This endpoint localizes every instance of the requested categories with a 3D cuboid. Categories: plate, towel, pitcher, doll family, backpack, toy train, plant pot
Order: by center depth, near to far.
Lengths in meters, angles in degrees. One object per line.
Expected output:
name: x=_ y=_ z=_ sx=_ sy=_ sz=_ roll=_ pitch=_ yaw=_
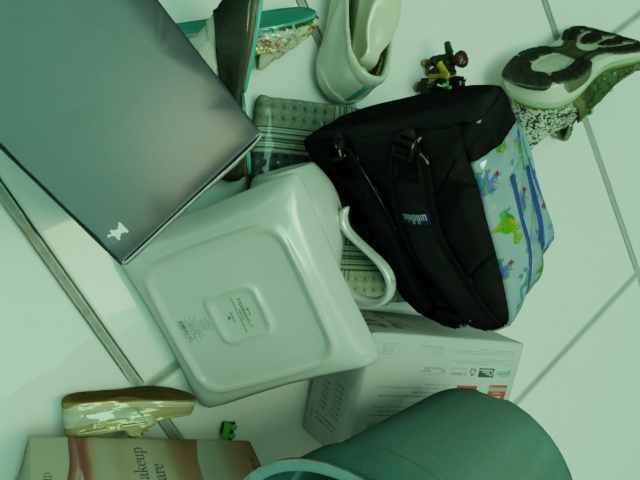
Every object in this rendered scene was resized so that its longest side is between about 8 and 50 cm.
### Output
plant pot: x=0.121 y=0.348 z=0.730 sx=0.334 sy=0.341 sz=0.342 roll=-15 pitch=102 yaw=-51
plate: x=-0.100 y=0.087 z=0.802 sx=0.277 sy=0.045 sz=0.277 roll=-19 pitch=109 yaw=17
pitcher: x=0.000 y=0.000 z=0.832 sx=0.125 sy=0.177 sz=0.207 roll=-38 pitch=115 yaw=-64
backpack: x=0.183 y=-0.032 z=0.881 sx=0.273 sy=0.290 sz=0.356 roll=-36 pitch=115 yaw=-39
toy train: x=-0.140 y=0.303 z=0.911 sx=0.023 sy=0.017 sz=0.083 roll=13 pitch=87 yaw=-21
towel: x=0.033 y=-0.052 z=0.976 sx=0.324 sy=0.056 sz=0.313 roll=3 pitch=89 yaw=-28
doll family: x=0.212 y=-0.223 z=1.025 sx=0.076 sy=0.111 sz=0.193 roll=-29 pitch=108 yaw=-26

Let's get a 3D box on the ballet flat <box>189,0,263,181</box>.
ballet flat: x=-0.128 y=-0.191 z=0.783 sx=0.096 sy=0.095 sz=0.281 roll=-1 pitch=128 yaw=-13

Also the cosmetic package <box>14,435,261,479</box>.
cosmetic package: x=-0.218 y=0.339 z=0.772 sx=0.296 sy=0.153 sz=0.129 roll=11 pitch=111 yaw=-32

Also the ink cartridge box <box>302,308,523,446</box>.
ink cartridge box: x=0.142 y=0.264 z=1.002 sx=0.309 sy=0.130 sz=0.272 roll=10 pitch=97 yaw=-30

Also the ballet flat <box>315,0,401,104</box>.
ballet flat: x=0.083 y=-0.402 z=0.926 sx=0.139 sy=0.139 sz=0.401 roll=9 pitch=89 yaw=-31

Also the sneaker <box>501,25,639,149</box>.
sneaker: x=0.483 y=-0.289 z=1.196 sx=0.410 sy=0.158 sz=0.182 roll=-24 pitch=136 yaw=-29

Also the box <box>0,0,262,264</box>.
box: x=-0.272 y=-0.178 z=0.610 sx=0.179 sy=0.312 sz=0.343 roll=-45 pitch=117 yaw=-12

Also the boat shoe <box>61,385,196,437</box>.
boat shoe: x=-0.249 y=0.228 z=0.819 sx=0.169 sy=0.063 sz=0.059 roll=3 pitch=95 yaw=-21

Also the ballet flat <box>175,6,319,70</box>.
ballet flat: x=-0.113 y=-0.269 z=0.860 sx=0.240 sy=0.091 sz=0.077 roll=-17 pitch=132 yaw=-24
